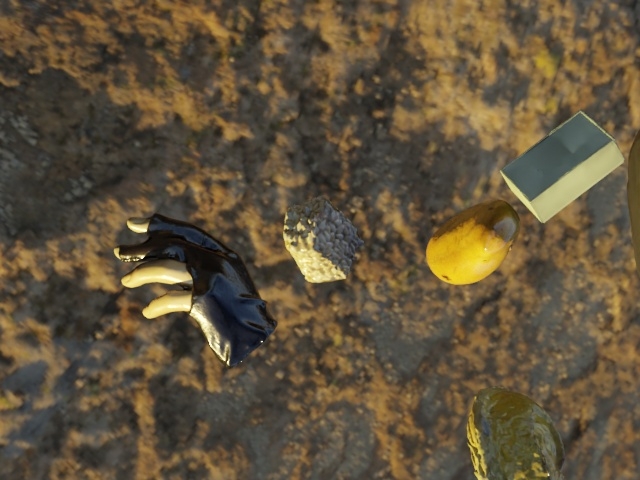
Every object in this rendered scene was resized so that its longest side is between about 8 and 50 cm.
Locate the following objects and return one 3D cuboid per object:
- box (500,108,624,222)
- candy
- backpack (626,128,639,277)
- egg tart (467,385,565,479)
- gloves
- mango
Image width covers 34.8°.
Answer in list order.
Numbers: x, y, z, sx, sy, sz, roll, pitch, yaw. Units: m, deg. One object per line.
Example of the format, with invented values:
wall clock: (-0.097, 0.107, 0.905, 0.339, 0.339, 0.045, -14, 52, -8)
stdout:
box: (0.528, -0.163, 2.238, 0.225, 0.129, 0.086, -38, 134, 5)
candy: (0.000, 0.000, 1.389, 0.110, 0.085, 0.095, 46, 45, -43)
backpack: (0.550, -0.023, 1.023, 0.445, 0.255, 0.363, -19, 136, 5)
egg tart: (0.305, 0.320, 1.499, 0.232, 0.098, 0.252, 53, 31, -19)
gloves: (-0.201, 0.067, 1.673, 0.152, 0.301, 0.197, -61, 176, 18)
mango: (0.311, 0.005, 2.020, 0.120, 0.295, 0.177, 42, 72, -10)
